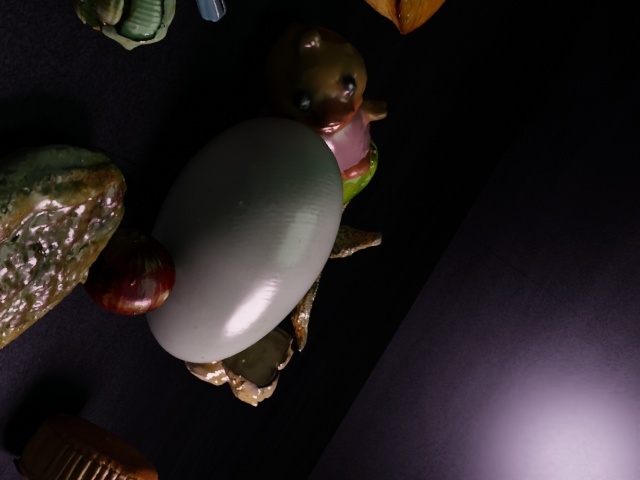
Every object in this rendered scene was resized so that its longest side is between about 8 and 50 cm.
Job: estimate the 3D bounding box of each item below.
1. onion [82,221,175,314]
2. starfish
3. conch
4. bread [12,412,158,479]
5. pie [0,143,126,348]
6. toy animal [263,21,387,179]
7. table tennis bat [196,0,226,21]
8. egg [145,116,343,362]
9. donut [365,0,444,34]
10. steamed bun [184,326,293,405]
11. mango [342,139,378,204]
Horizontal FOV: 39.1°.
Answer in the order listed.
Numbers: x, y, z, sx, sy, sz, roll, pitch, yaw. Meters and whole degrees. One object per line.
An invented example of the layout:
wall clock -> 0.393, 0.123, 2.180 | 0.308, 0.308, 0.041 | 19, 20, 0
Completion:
onion -> -0.239, 0.040, 1.100 | 0.118, 0.117, 0.118 | -48, 146, -49
starfish -> -0.003, -0.002, 1.601 | 0.347, 0.078, 0.358 | -62, -159, 25
conch -> -0.182, -0.256, 0.824 | 0.106, 0.079, 0.170 | -31, 135, -50
bread -> -0.320, 0.318, 1.261 | 0.104, 0.199, 0.199 | -57, 164, -8
pie -> -0.311, 0.021, 0.932 | 0.277, 0.078, 0.277 | -49, 160, -24
toy animal -> -0.001, -0.199, 1.282 | 0.195, 0.169, 0.281 | -20, 158, -5
table tennis bat -> -0.133, -0.300, 0.942 | 0.124, 0.033, 0.201 | -51, 160, -14
egg -> -0.112, 0.005, 1.211 | 0.371, 0.230, 0.230 | -57, 165, 18
donut -> 0.142, -0.459, 1.310 | 0.303, 0.110, 0.303 | -52, 161, -26
steamed bun -> -0.143, 0.190, 1.582 | 0.192, 0.177, 0.106 | -60, 179, -45
mango -> -0.007, -0.100, 1.511 | 0.233, 0.125, 0.111 | -38, 129, 18
